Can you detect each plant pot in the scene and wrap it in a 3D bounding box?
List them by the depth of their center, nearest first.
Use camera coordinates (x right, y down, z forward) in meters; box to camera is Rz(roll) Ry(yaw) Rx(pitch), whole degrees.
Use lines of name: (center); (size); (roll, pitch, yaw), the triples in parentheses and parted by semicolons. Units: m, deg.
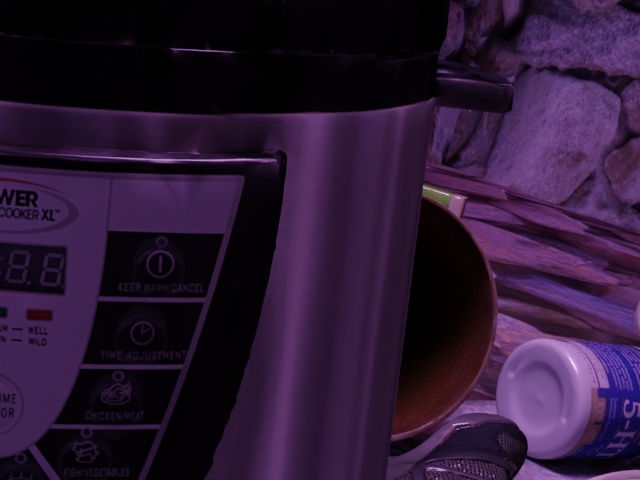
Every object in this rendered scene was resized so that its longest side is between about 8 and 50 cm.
plant pot: (0.013, 0.061, 1.138); (0.215, 0.215, 0.230); (11, -4, -20)

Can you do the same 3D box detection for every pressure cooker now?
pressure cooker: (-0.131, -0.033, 0.652); (0.376, 0.420, 0.370); (18, 17, 38)

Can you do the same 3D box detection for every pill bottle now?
pill bottle: (0.270, 0.153, 1.182); (0.187, 0.112, 0.112); (7, 13, -36)

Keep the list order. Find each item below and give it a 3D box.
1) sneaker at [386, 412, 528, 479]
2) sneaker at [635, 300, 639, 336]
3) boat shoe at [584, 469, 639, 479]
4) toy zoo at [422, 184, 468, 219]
sneaker: (0.111, 0.188, 0.852); (0.130, 0.087, 0.227); (23, 16, 29)
sneaker: (0.581, 0.147, 1.679); (0.350, 0.131, 0.148); (20, 3, -4)
boat shoe: (0.266, 0.224, 0.962); (0.233, 0.084, 0.079); (2, -23, -26)
toy zoo: (0.000, 0.000, 1.395); (0.293, 0.192, 0.030); (17, 10, 14)
